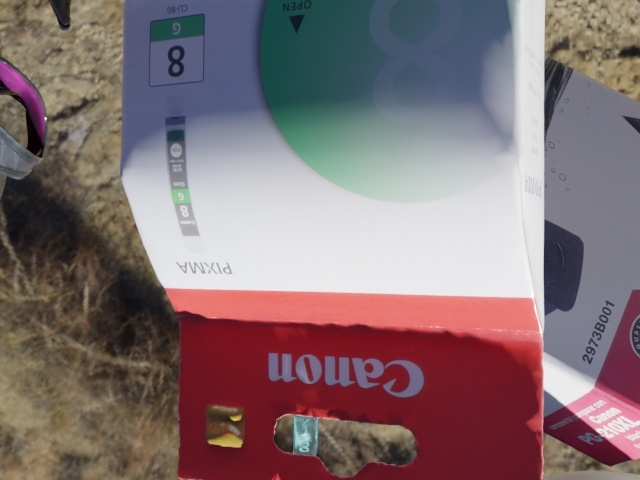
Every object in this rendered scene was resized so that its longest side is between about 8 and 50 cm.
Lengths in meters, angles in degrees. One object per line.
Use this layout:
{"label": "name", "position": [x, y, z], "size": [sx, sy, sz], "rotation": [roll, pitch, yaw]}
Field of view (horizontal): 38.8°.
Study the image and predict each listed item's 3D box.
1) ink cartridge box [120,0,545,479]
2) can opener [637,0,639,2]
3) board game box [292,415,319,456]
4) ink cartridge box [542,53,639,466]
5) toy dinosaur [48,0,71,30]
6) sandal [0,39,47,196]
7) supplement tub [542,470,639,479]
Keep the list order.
{"label": "ink cartridge box", "position": [0.000, 0.000, 0.378], "size": [0.181, 0.056, 0.225], "rotation": [0, 87, 27]}
{"label": "can opener", "position": [0.383, -0.351, 1.039], "size": [0.073, 0.186, 0.059], "rotation": [14, 157, -27]}
{"label": "board game box", "position": [-0.010, 0.117, 0.971], "size": [0.026, 0.186, 0.126], "rotation": [3, 136, 3]}
{"label": "ink cartridge box", "position": [0.106, -0.009, 0.518], "size": [0.237, 0.172, 0.100], "rotation": [28, 157, 3]}
{"label": "toy dinosaur", "position": [-0.141, -0.229, 0.584], "size": [0.053, 0.092, 0.183], "rotation": [29, 83, -14]}
{"label": "sandal", "position": [-0.417, -0.161, 1.188], "size": [0.107, 0.168, 0.446], "rotation": [6, 154, -13]}
{"label": "supplement tub", "position": [0.178, 0.334, 0.547], "size": [0.235, 0.325, 0.235], "rotation": [14, 138, 13]}
